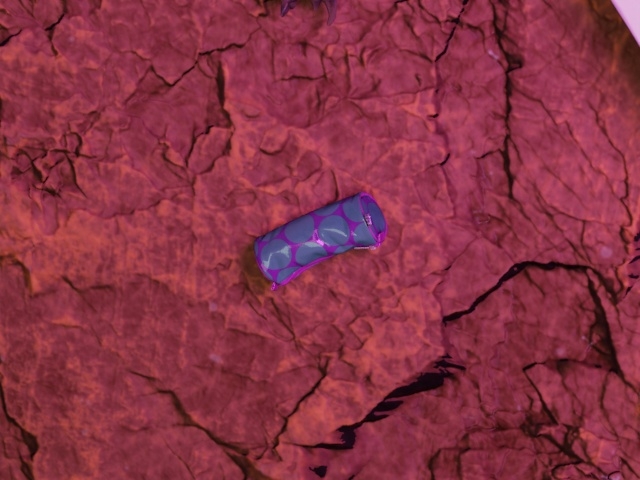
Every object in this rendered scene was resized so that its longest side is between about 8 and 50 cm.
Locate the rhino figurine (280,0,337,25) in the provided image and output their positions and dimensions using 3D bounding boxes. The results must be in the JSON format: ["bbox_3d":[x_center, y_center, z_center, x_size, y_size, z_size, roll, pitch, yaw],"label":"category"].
[{"bbox_3d":[-0.056,-0.342,1.930,0.106,0.073,0.243,-32,101,13],"label":"rhino figurine"}]

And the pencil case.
[{"bbox_3d":[0.000,0.000,2.034,0.151,0.064,0.070,-23,78,16],"label":"pencil case"}]

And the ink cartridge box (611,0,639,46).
[{"bbox_3d":[0.400,-0.178,1.857,0.065,0.165,0.333,-29,101,16],"label":"ink cartridge box"}]
